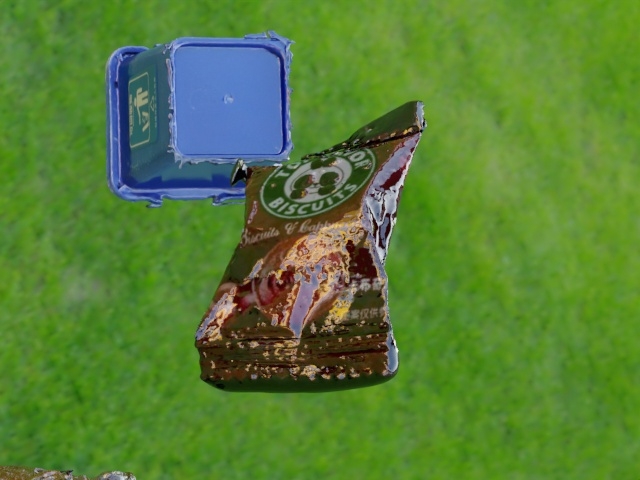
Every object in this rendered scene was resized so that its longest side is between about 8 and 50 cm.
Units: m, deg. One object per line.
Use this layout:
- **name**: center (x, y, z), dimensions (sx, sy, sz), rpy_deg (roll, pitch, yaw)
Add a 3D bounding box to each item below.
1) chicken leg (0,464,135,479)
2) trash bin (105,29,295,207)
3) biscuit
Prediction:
- **chicken leg**: center (-0.275, 0.268, 1.744), dimensions (0.125, 0.196, 0.080), rpy_deg (52, 39, -67)
- **trash bin**: center (-0.101, -0.120, 1.623), dimensions (0.184, 0.234, 0.162), rpy_deg (-2, 87, -16)
- **biscuit**: center (-0.006, 0.002, 1.184), dimensions (0.235, 0.151, 0.063), rpy_deg (-78, 151, -41)
